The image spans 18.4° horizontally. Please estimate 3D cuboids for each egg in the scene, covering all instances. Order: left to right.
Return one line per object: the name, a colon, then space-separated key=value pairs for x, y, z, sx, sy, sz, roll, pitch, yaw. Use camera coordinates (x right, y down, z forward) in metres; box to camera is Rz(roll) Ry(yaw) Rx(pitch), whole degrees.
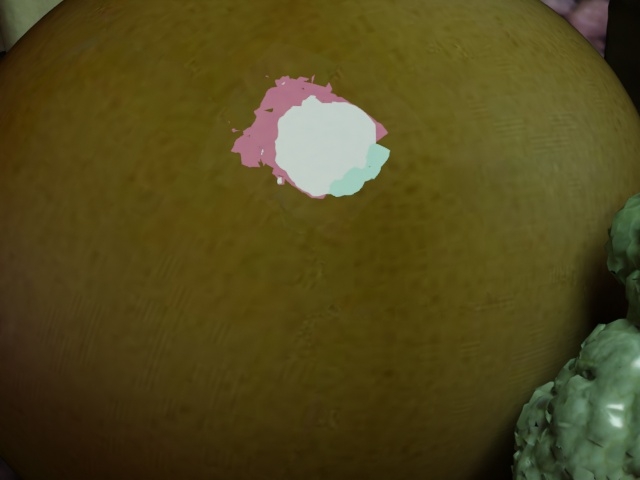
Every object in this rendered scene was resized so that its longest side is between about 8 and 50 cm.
egg: x=0.000 y=0.000 z=0.790 sx=0.322 sy=0.250 sz=0.250 roll=-10 pitch=54 yaw=-38

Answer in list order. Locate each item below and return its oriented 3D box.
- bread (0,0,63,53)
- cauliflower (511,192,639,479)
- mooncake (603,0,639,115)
bread: x=-0.129 y=-0.192 z=0.974 sx=0.060 sy=0.178 sz=0.139 roll=7 pitch=26 yaw=36
cauliflower: x=0.204 y=0.092 z=0.724 sx=0.275 sy=0.250 sz=0.272 roll=13 pitch=76 yaw=2
mooncake: x=0.358 y=-0.177 z=0.977 sx=0.467 sy=0.467 sz=0.262 roll=-26 pitch=61 yaw=-40
